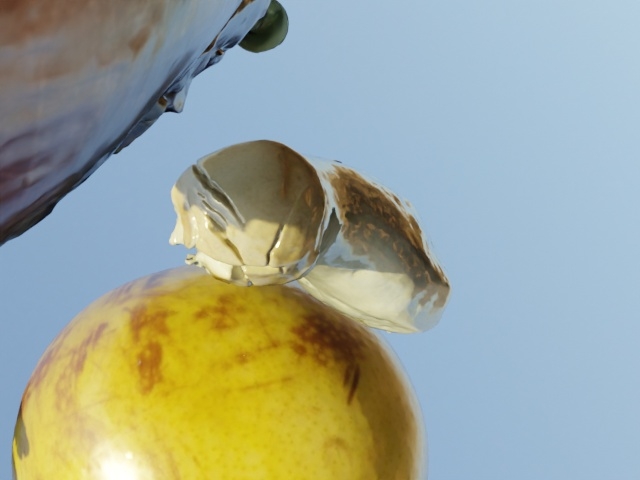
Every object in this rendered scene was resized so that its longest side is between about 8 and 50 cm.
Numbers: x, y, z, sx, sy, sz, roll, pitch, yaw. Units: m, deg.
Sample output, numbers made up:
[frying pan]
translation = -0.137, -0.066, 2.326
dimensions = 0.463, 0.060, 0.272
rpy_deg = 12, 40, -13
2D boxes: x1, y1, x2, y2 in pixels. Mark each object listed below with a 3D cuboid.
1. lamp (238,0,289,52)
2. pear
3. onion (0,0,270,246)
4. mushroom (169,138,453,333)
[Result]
[lamp]
translation = -0.071, -0.147, 0.751
dimensions = 0.121, 0.041, 0.054
rpy_deg = 32, -163, -13
[pear]
translation = -0.063, 0.151, 0.919
dimensions = 0.281, 0.281, 0.281
rpy_deg = 29, -143, -25
[onion]
translation = -0.180, -0.136, 0.455
dimensions = 0.353, 0.353, 0.353
rpy_deg = 29, -143, -25
[mushroom]
translation = -0.001, -0.004, 0.734
dimensions = 0.223, 0.081, 0.092
rpy_deg = 29, -134, -62
